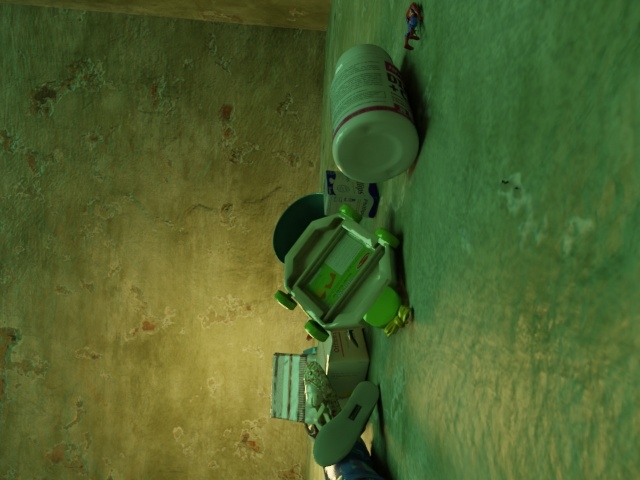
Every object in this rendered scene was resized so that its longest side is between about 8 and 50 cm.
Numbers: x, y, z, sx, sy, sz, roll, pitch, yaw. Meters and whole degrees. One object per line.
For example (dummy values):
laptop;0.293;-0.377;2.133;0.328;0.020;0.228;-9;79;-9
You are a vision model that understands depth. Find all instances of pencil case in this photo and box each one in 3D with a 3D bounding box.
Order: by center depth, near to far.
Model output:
pencil case;0.076;0.532;0.932;0.119;0.133;0.306;-63;2;-10

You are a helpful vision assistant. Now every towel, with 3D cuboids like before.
towel;-0.041;0.532;1.489;0.037;0.329;0.236;19;-111;-55

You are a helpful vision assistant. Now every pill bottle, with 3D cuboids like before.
pill bottle;0.099;-0.268;0.841;0.160;0.161;0.282;98;172;-51

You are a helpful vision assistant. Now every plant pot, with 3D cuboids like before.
plant pot;0.000;0.000;1.508;0.195;0.291;0.289;38;-137;-49

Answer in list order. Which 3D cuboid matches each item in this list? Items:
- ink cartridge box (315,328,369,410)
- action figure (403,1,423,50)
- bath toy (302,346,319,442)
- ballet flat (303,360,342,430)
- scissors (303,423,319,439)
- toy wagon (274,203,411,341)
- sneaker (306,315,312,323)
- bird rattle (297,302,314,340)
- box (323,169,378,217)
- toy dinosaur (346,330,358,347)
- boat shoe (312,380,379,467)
ink cartridge box;0.058;0.355;1.222;0.207;0.119;0.353;-101;14;-58
action figure;0.177;-0.414;0.788;0.038;0.030;0.115;115;162;-64
bath toy;0.020;0.581;1.565;0.129;0.152;0.347;26;-125;-56
ballet flat;0.007;0.440;1.096;0.091;0.077;0.240;-20;96;47
scissors;0.009;0.728;1.446;0.021;0.109;0.296;24;-134;-58
toy wagon;0.057;0.086;0.879;0.344;0.068;0.267;38;92;40
sneaker;0.016;0.277;1.799;0.127;0.126;0.321;-100;24;-46
bird rattle;-0.008;0.255;1.607;0.253;0.143;0.206;80;-179;-49
box;0.080;-0.128;1.135;0.126;0.137;0.072;-93;8;-49
toy dinosaur;0.107;0.101;0.994;0.160;0.121;0.313;54;-158;-57
boat shoe;0.066;0.425;0.943;0.219;0.078;0.070;-40;-36;-33
